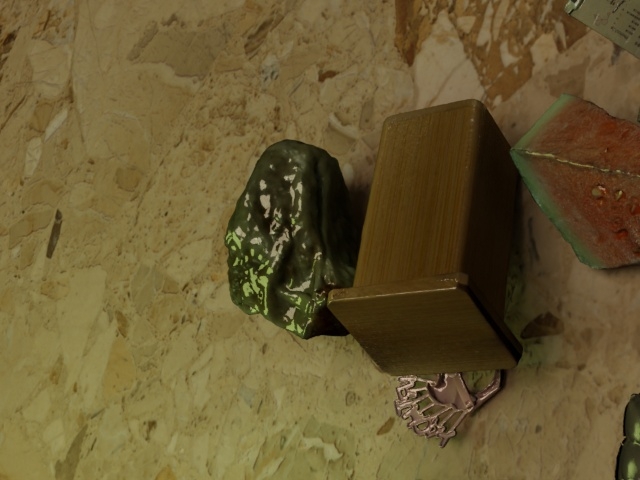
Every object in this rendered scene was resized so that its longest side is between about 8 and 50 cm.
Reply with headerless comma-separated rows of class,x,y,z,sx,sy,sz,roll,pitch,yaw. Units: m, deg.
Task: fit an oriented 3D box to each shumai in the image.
shumai,0.000,0.000,2.007,0.222,0.225,0.260,16,100,27

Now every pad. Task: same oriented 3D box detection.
pad,0.436,-0.303,1.833,0.265,0.009,0.159,43,107,39

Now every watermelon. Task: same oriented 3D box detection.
watermelon,0.364,-0.063,1.703,0.140,0.193,0.257,-45,20,-11

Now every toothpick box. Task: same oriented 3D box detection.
toothpick box,0.150,-0.008,1.831,0.190,0.187,0.308,-10,50,29

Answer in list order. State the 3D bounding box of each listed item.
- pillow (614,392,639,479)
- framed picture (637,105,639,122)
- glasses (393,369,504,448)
pillow,0.461,0.304,1.595,0.326,0.101,0.228,9,81,40
framed picture,0.494,-0.224,1.728,0.231,0.010,0.173,-4,64,41
glasses,0.140,0.144,1.916,0.162,0.095,0.255,-31,57,34
